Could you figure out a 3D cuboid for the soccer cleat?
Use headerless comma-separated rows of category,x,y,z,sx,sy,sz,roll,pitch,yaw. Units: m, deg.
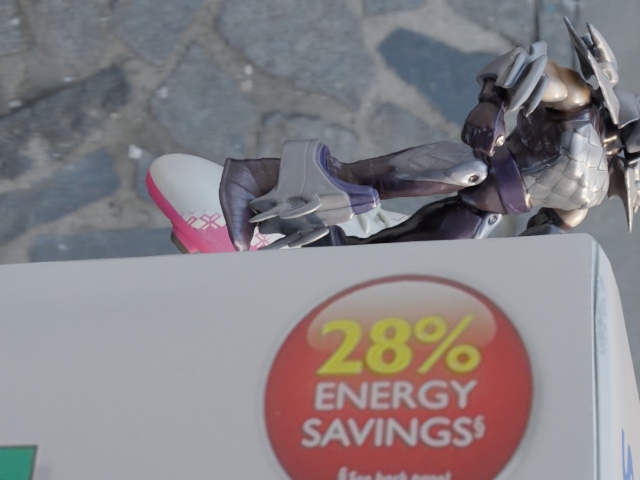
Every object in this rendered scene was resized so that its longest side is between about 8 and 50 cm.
soccer cleat,0.000,0.000,1.331,0.143,0.116,0.331,-43,129,11

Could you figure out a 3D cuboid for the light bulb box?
light bulb box,-0.055,0.189,0.577,0.361,0.358,0.225,64,27,-55

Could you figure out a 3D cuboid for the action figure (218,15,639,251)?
action figure,0.091,-0.028,0.962,0.285,0.099,0.185,-19,125,5
